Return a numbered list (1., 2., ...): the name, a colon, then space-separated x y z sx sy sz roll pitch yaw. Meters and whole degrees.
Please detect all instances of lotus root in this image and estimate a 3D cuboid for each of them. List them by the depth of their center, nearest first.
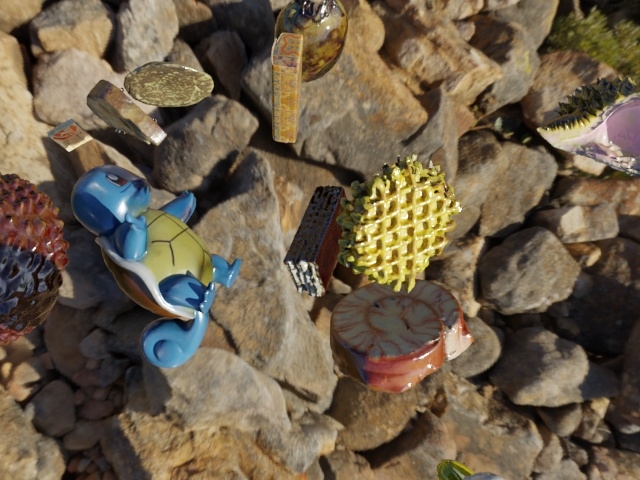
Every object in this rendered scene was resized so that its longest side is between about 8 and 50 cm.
1. lotus root: -0.023 -0.460 1.462 0.169 0.314 0.141 -23 70 -19
2. lotus root: -0.553 -0.361 1.747 0.261 0.170 0.074 27 69 38

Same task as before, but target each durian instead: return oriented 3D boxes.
1. durian: 0.600 -0.251 1.243 0.305 0.195 0.185 13 131 22

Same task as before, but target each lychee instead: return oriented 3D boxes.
1. lychee: -0.585 0.038 1.071 0.306 0.306 0.330 -5 55 -4

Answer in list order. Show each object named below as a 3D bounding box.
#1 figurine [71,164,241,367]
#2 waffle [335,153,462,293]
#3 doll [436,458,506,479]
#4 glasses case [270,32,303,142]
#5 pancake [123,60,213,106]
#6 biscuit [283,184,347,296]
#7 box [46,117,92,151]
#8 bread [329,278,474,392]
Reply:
1. figurine: -0.291 0.036 1.207 0.243 0.298 0.416 -17 103 21
2. waffle: 0.112 -0.029 0.922 0.193 0.070 0.197 17 105 -37
3. doll: 0.195 0.324 0.643 0.111 0.252 0.237 -32 80 -4
4. glasses case: -0.062 -0.269 1.145 0.049 0.218 0.075 6 65 -1
5. pancake: -0.187 -0.189 0.778 0.115 0.115 0.011 -7 75 -4
6. biscuit: 0.000 0.000 1.351 0.070 0.106 0.252 2 46 22
7. box: -0.511 -0.215 1.294 0.058 0.093 0.015 -29 81 -4
8. bread: 0.176 0.216 1.521 0.328 0.295 0.114 -29 128 -32
